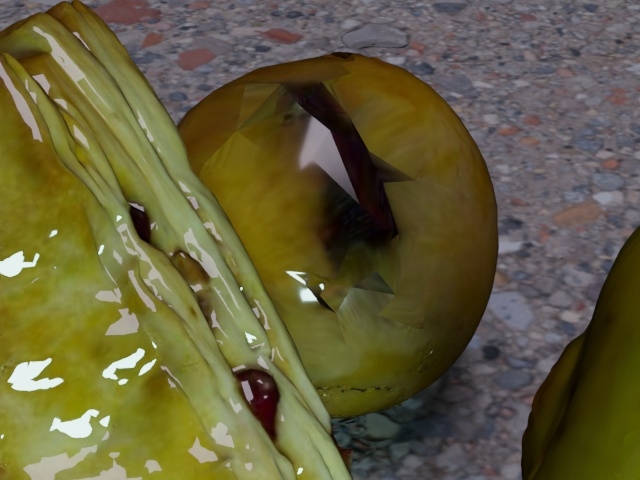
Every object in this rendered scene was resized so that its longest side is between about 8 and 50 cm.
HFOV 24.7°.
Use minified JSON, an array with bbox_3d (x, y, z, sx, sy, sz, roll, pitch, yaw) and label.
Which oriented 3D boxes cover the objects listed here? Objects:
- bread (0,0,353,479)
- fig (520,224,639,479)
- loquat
[{"bbox_3d":[-0.183,0.069,0.766,0.314,0.191,0.370,-30,69,18],"label":"bread"},{"bbox_3d":[0.247,0.144,0.633,0.343,0.343,0.343,0,33,0],"label":"fig"},{"bbox_3d":[0.000,0.000,0.918,0.235,0.235,0.235,0,33,0],"label":"loquat"}]
